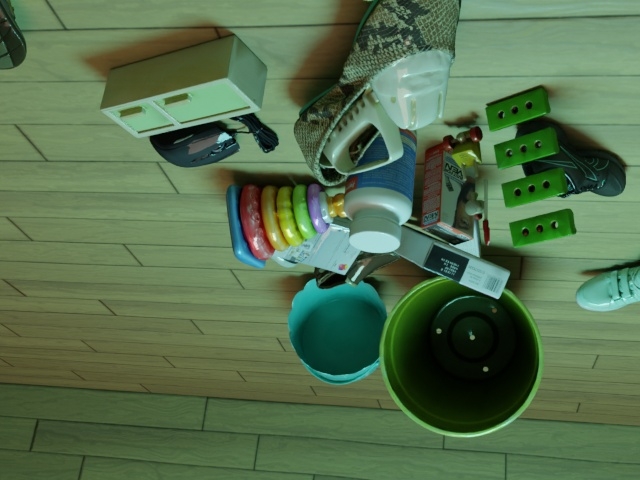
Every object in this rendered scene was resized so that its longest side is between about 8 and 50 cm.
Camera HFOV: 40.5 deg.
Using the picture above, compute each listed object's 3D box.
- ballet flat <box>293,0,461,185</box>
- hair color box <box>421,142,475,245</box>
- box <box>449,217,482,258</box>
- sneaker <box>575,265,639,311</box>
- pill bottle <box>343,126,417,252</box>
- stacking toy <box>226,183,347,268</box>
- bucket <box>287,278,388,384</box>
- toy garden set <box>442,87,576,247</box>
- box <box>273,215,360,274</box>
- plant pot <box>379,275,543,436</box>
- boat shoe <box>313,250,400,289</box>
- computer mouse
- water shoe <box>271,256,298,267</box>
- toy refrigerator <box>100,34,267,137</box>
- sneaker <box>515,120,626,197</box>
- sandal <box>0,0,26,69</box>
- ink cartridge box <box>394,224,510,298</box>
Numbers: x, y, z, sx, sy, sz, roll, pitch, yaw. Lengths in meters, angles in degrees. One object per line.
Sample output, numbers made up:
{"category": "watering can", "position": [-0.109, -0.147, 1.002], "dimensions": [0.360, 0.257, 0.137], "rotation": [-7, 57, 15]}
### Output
{"category": "ballet flat", "position": [0.097, -0.216, 1.338], "dimensions": [0.163, 0.182, 0.483], "rotation": [-10, 163, -26]}
{"category": "hair color box", "position": [0.239, -0.086, 1.610], "dimensions": [0.093, 0.167, 0.053], "rotation": [24, 151, -34]}
{"category": "box", "position": [0.315, -0.008, 1.892], "dimensions": [0.067, 0.063, 0.324], "rotation": [0, 155, 14]}
{"category": "sneaker", "position": [0.697, 0.087, 1.959], "dimensions": [0.255, 0.094, 0.151], "rotation": [-14, 156, 20]}
{"category": "pill bottle", "position": [0.106, -0.097, 1.556], "dimensions": [0.124, 0.222, 0.124], "rotation": [6, 156, 3]}
{"category": "stacking toy", "position": [-0.036, -0.057, 1.802], "dimensions": [0.301, 0.166, 0.175], "rotation": [-12, 165, 14]}
{"category": "bucket", "position": [0.054, 0.242, 2.285], "dimensions": [0.281, 0.281, 0.183], "rotation": [3, 160, 9]}
{"category": "toy garden set", "position": [0.321, -0.109, 1.478], "dimensions": [0.203, 0.245, 0.049], "rotation": [-15, 171, 40]}
{"category": "box", "position": [0.000, 0.000, 1.969], "dimensions": [0.186, 0.038, 0.145], "rotation": [16, 133, -17]}
{"category": "plant pot", "position": [0.358, 0.255, 2.108], "dimensions": [0.366, 0.367, 0.353], "rotation": [0, -179, 16]}
{"category": "boat shoe", "position": [0.090, 0.068, 2.082], "dimensions": [0.095, 0.095, 0.257], "rotation": [27, 149, -38]}
{"category": "computer mouse", "position": [-0.225, -0.194, 1.628], "dimensions": [0.261, 0.060, 0.184], "rotation": [-2, 155, 19]}
{"category": "water shoe", "position": [-0.116, -0.009, 2.029], "dimensions": [0.203, 0.073, 0.080], "rotation": [29, 120, -37]}
{"category": "toy refrigerator", "position": [-0.232, -0.251, 1.462], "dimensions": [0.269, 0.094, 0.102], "rotation": [-7, 153, 29]}
{"category": "sneaker", "position": [0.449, -0.118, 1.562], "dimensions": [0.267, 0.106, 0.101], "rotation": [19, 151, -29]}
{"category": "sandal", "position": [-0.520, -0.360, 1.352], "dimensions": [0.089, 0.060, 0.219], "rotation": [-4, 140, 10]}
{"category": "ink cartridge box", "position": [0.216, 0.019, 1.751], "dimensions": [0.175, 0.069, 0.371], "rotation": [21, -174, -20]}
